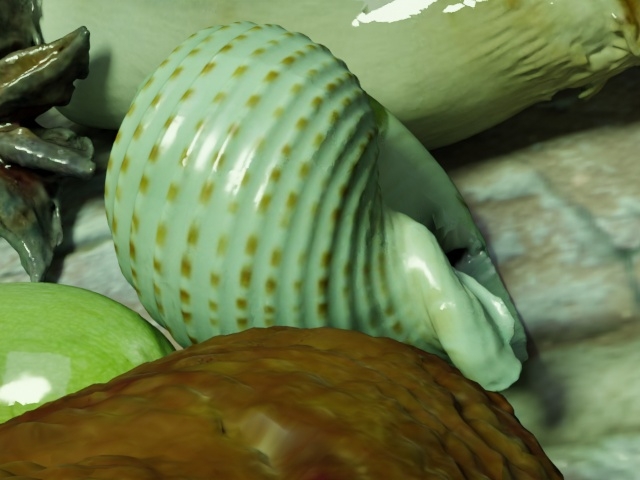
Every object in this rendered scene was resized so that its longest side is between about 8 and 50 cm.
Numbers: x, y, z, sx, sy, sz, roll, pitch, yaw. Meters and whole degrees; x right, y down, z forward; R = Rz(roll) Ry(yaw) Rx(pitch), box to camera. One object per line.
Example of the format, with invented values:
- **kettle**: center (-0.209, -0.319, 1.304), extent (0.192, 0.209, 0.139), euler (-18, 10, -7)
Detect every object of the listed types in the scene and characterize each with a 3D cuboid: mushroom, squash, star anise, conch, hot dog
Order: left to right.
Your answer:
- **squash**: center (-0.219, 0.081, 0.665), extent (0.371, 0.118, 0.118), euler (-3, 44, 30)
- **star anise**: center (-0.187, -0.071, 0.808), extent (0.204, 0.061, 0.180), euler (39, 108, 31)
- **hot dog**: center (-0.058, 0.136, 0.380), extent (0.267, 0.174, 0.387), euler (-3, 7, 22)
- **conch**: center (-0.010, 0.004, 0.605), extent (0.131, 0.172, 0.200), euler (-34, 74, 10)
- **mushroom**: center (0.002, -0.120, 0.767), extent (0.397, 0.126, 0.177), euler (16, 46, 44)
